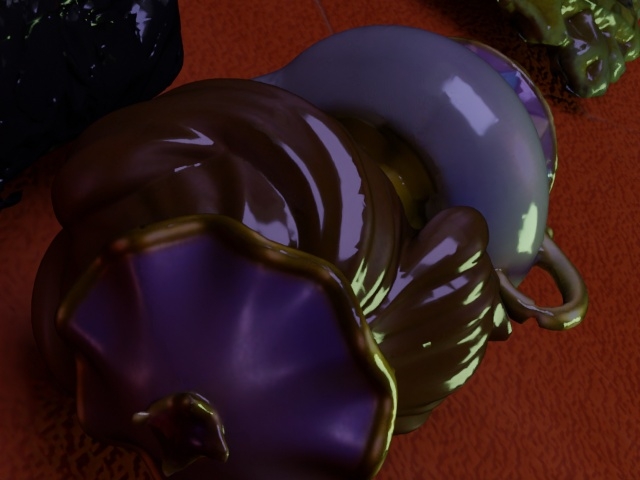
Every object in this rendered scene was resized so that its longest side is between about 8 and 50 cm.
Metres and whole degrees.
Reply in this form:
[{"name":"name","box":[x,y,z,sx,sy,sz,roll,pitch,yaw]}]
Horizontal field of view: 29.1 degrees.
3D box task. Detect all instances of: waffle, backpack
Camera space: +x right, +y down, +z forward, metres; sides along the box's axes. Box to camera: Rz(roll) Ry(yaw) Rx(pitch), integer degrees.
[{"name":"waffle","box":[0.146,-0.207,0.821,0.223,0.054,0.204,47,34,-13]},{"name":"backpack","box":[-0.125,-0.087,0.479,0.120,0.106,0.165,21,37,15]}]

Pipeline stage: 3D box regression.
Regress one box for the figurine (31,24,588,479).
[{"name":"figurine","box":[0.000,0.000,0.469,0.189,0.142,0.263,27,32,20]}]
